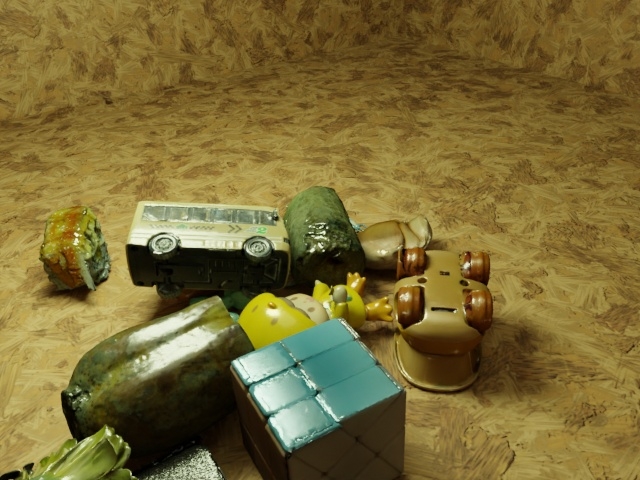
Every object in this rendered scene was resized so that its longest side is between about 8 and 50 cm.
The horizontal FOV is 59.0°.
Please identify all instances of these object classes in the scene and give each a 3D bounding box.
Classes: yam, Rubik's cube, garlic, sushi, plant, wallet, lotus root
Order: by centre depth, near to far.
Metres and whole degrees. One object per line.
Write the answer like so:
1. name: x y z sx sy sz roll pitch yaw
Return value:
1. plant: -0.440 0.404 0.828 0.297 0.305 0.261 26 -9 -30
2. wallet: -0.237 0.462 0.902 0.221 0.071 0.262 -21 44 -27
3. Rubik's cube: -0.002 0.309 0.978 0.231 0.221 0.225 -19 36 -24
4. lotus root: -0.294 0.264 1.058 0.346 0.250 0.250 -21 37 -28
5. yam: 0.000 0.000 1.482 0.195 0.195 0.300 -7 32 -6
6. sushi: -0.650 0.029 1.500 0.140 0.184 0.274 -10 37 -2
7. garlic: 0.192 0.020 1.527 0.218 0.110 0.228 -6 20 16

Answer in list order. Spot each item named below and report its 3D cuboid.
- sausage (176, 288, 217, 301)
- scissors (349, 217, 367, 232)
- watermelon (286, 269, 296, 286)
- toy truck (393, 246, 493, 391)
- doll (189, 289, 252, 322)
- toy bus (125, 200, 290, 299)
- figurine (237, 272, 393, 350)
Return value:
1. sausage: -0.262 0.075 1.463 0.271 0.108 0.109 -22 38 -28
2. scissors: 0.094 -0.056 1.729 0.058 0.014 0.119 -14 37 -25
3. watermelon: -0.090 0.079 1.487 0.085 0.061 0.085 -3 42 3
4. toy truck: 0.258 0.152 1.217 0.205 0.211 0.288 3 37 8
5. doll: -0.234 0.162 1.372 0.159 0.059 0.159 -13 33 -12
6. toy bus: -0.256 0.013 1.338 0.366 0.176 0.201 3 48 -8
7. figurine: -0.012 0.178 1.229 0.344 0.187 0.215 -17 25 -34
